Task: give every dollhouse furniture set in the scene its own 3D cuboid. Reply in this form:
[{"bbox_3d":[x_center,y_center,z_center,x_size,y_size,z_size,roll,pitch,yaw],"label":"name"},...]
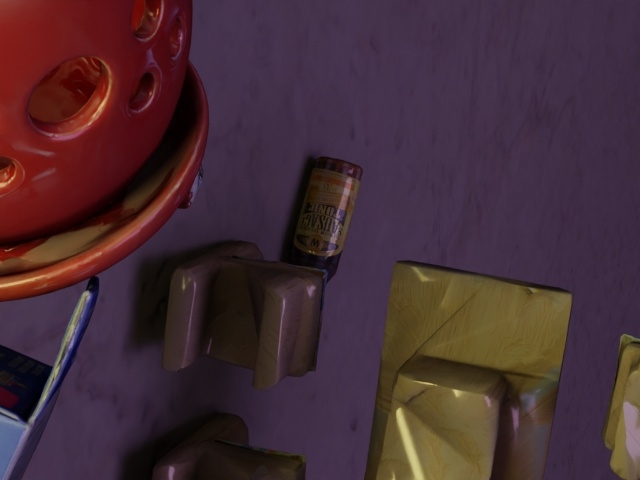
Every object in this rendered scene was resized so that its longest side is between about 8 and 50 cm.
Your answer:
[{"bbox_3d":[0.091,0.209,0.868,0.256,0.362,0.394,-27,126,-70],"label":"dollhouse furniture set"}]

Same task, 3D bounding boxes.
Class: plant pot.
[{"bbox_3d":[-0.140,-0.086,0.497,0.191,0.191,0.174,-61,155,-30],"label":"plant pot"}]

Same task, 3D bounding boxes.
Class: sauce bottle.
[{"bbox_3d":[0.000,0.000,0.952,0.042,0.042,0.128,23,78,-63],"label":"sauce bottle"}]

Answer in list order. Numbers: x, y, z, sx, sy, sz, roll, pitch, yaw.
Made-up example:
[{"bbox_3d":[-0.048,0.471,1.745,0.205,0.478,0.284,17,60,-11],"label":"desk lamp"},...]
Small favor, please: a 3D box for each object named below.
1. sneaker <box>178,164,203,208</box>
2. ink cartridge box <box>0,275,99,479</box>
[{"bbox_3d":[-0.103,-0.109,0.661,0.093,0.088,0.225,-58,148,-40],"label":"sneaker"},{"bbox_3d":[-0.179,0.150,0.512,0.311,0.065,0.186,-65,-173,-4],"label":"ink cartridge box"}]
